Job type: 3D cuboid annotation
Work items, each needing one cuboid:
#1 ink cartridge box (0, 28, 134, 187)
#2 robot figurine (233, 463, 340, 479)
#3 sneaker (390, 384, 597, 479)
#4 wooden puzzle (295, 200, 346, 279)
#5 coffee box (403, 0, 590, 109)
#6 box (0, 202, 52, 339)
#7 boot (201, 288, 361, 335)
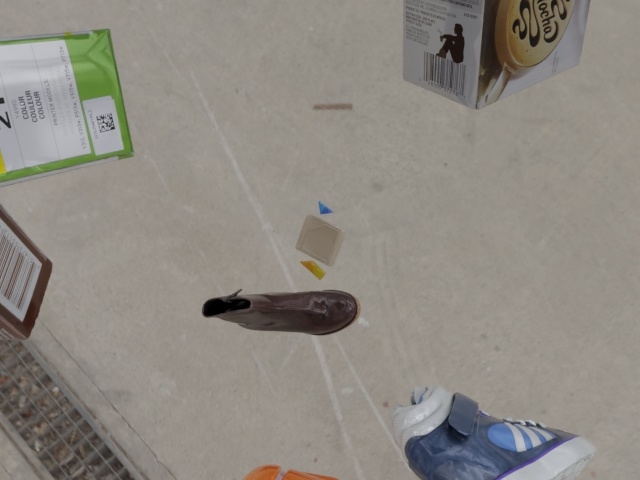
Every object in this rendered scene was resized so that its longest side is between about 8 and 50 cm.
[{"bbox_3d":[-0.295,-0.084,0.436,0.188,0.097,0.255,12,25,43],"label":"ink cartridge box"},{"bbox_3d":[-0.027,0.371,0.810,0.219,0.128,0.158,16,57,9],"label":"robot figurine"},{"bbox_3d":[0.250,0.289,0.939,0.322,0.130,0.236,0,33,-43],"label":"sneaker"},{"bbox_3d":[0.000,0.000,1.025,0.078,0.116,0.014,32,21,14],"label":"wooden puzzle"},{"bbox_3d":[0.178,-0.304,0.603,0.168,0.297,0.119,-26,41,-26],"label":"coffee box"},{"bbox_3d":[-0.600,0.040,0.854,0.381,0.191,0.143,-2,56,6],"label":"box"},{"bbox_3d":[-0.070,0.135,1.172,0.248,0.207,0.090,-8,78,27],"label":"boot"}]
